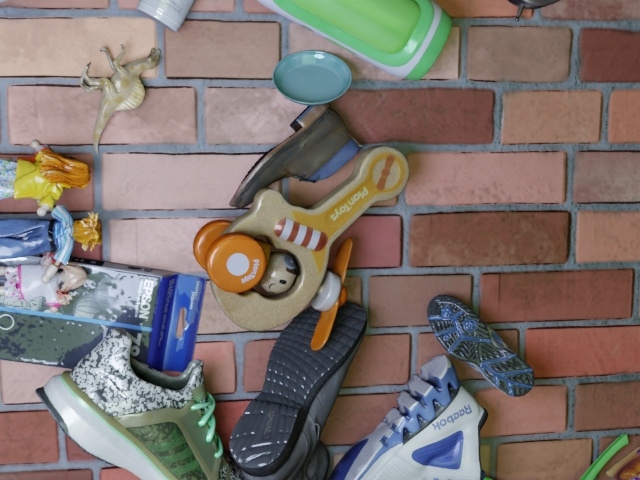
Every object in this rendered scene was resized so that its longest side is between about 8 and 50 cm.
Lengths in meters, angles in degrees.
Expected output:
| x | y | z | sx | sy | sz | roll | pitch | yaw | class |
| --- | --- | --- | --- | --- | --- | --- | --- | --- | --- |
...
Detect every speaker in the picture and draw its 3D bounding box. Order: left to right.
| x | y | z | sx | sy | sz | roll | pitch | yaw | class |
| --- | --- | --- | --- | --- | --- | --- | --- | --- | --- |
| 0.041 | -0.352 | 1.245 | 0.297 | 0.131 | 0.131 | 26 | 93 | -12 | speaker |

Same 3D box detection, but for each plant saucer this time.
| x | y | z | sx | sy | sz | roll | pitch | yaw | class |
| --- | --- | --- | --- | --- | --- | --- | --- | --- | --- |
| -0.013 | -0.241 | 1.276 | 0.119 | 0.119 | 0.021 | -8 | 142 | -8 | plant saucer |

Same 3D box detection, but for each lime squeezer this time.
| x | y | z | sx | sy | sz | roll | pitch | yaw | class |
| --- | --- | --- | --- | --- | --- | --- | --- | --- | --- |
| 0.391 | 0.413 | 1.446 | 0.310 | 0.059 | 0.110 | -7 | 99 | -7 | lime squeezer |

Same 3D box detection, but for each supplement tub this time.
| x | y | z | sx | sy | sz | roll | pitch | yaw | class |
| --- | --- | --- | --- | --- | --- | --- | --- | --- | --- |
| -0.213 | -0.367 | 1.230 | 0.071 | 0.071 | 0.107 | 29 | 94 | -12 | supplement tub |

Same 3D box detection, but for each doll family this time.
| x | y | z | sx | sy | sz | roll | pitch | yaw | class |
| --- | --- | --- | --- | --- | --- | --- | --- | --- | --- |
| -0.394 | -0.034 | 1.189 | 0.163 | 0.118 | 0.263 | -6 | 75 | -12 | doll family |

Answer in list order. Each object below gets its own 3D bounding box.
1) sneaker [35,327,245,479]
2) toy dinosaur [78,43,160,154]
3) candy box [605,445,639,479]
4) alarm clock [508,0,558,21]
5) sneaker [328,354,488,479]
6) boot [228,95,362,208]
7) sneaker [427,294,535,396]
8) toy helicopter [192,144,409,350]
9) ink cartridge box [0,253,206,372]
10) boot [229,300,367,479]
| x | y | z | sx | sy | sz | roll | pitch | yaw | class |
| --- | --- | --- | --- | --- | --- | --- | --- | --- | --- |
| -0.204 | 0.273 | 1.252 | 0.410 | 0.158 | 0.182 | 40 | 88 | -30 | sneaker |
| -0.310 | -0.221 | 1.245 | 0.093 | 0.053 | 0.183 | 35 | 91 | -13 | toy dinosaur |
| 0.598 | 0.381 | 1.447 | 0.187 | 0.109 | 0.053 | -37 | 101 | -2 | candy box |
| 0.355 | -0.443 | 1.317 | 0.192 | 0.064 | 0.129 | -39 | 102 | -5 | alarm clock |
| 0.162 | 0.360 | 1.360 | 0.182 | 0.127 | 0.315 | 42 | 89 | -6 | sneaker |
| -0.036 | -0.108 | 1.290 | 0.106 | 0.082 | 0.219 | 43 | 88 | -9 | boot |
| 0.254 | 0.174 | 1.383 | 0.080 | 0.081 | 0.211 | -44 | 85 | 1 | sneaker |
| 0.000 | 0.000 | 1.255 | 0.355 | 0.140 | 0.235 | -41 | 109 | -7 | toy helicopter |
| -0.349 | 0.113 | 1.282 | 0.333 | 0.065 | 0.165 | 8 | 96 | -11 | ink cartridge box |
| -0.022 | 0.271 | 1.324 | 0.338 | 0.118 | 0.222 | -52 | 145 | -32 | boot |
